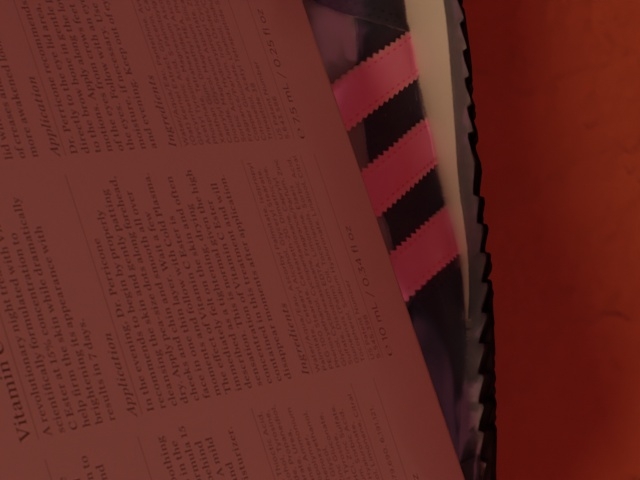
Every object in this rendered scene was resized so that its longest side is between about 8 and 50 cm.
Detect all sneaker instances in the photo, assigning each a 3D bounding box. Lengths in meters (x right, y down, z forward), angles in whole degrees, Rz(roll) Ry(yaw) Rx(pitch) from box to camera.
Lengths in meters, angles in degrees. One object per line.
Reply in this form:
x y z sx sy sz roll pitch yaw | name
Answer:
0.000 0.000 0.766 0.131 0.112 0.319 -6 78 4 | sneaker

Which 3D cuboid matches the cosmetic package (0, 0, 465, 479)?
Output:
-0.079 0.066 0.597 0.284 0.097 0.377 -7 76 -55 | cosmetic package
